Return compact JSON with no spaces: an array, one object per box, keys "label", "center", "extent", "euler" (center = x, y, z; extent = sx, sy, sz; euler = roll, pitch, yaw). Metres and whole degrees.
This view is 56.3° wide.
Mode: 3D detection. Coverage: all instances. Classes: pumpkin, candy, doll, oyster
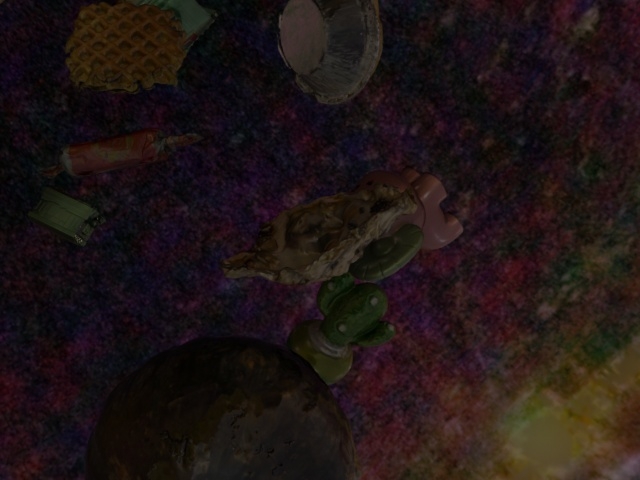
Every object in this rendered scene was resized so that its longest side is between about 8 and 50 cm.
[{"label":"pumpkin","center":[-0.157,0.374,0.984],"extent":[0.454,0.455,0.344],"euler":[-55,-167,18]},{"label":"candy","center":[-0.336,-0.145,0.995],"extent":[0.292,0.059,0.086],"euler":[-11,-171,0]},{"label":"doll","center":[0.134,-0.023,1.223],"extent":[0.268,0.284,0.216],"euler":[-39,120,-11]},{"label":"oyster","center":[0.001,0.004,1.042],"extent":[0.355,0.201,0.107],"euler":[-18,117,19]},{"label":"candy","center":[-0.433,-0.642,1.771],"extent":[0.263,0.172,0.398],"euler":[-33,-178,5]}]

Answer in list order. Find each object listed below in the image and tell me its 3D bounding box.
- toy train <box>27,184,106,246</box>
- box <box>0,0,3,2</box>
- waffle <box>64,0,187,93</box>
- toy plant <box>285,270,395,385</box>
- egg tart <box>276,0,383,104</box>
[{"label":"toy train","center":[-0.332,-0.032,0.783],"extent":[0.056,0.093,0.038],"euler":[-61,166,-20]},{"label":"box","center":[-0.761,-0.573,1.285],"extent":[0.265,0.168,0.097],"euler":[-15,164,32]},{"label":"waffle","center":[-0.406,-0.407,1.253],"extent":[0.245,0.254,0.052],"euler":[0,152,-8]},{"label":"toy plant","center":[0.055,0.228,1.547],"extent":[0.315,0.224,0.184],"euler":[-54,177,31]},{"label":"egg tart","center":[0.002,-0.337,0.973],"extent":[0.094,0.234,0.234],"euler":[-17,141,-37]}]
